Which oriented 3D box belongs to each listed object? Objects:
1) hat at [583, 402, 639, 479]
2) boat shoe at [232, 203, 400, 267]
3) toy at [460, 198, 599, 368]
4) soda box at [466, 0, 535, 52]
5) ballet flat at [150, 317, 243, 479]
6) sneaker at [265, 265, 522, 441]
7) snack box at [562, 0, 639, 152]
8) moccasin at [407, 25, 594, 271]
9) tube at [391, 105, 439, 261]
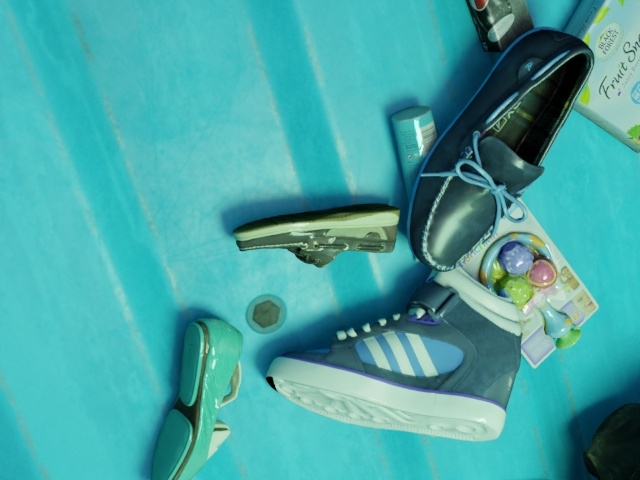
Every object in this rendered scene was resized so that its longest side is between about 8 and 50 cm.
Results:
[{"bbox_3d":[0.471,0.321,1.344,0.331,0.134,0.331,-34,144,-30],"label":"hat"},{"bbox_3d":[0.000,0.000,1.171,0.223,0.080,0.074,-9,100,-20],"label":"boat shoe"},{"bbox_3d":[0.297,0.062,1.291,0.137,0.056,0.237,-42,111,-5],"label":"toy"},{"bbox_3d":[0.217,-0.330,1.174,0.060,0.053,0.169,-28,109,-9],"label":"soda box"},{"bbox_3d":[-0.149,0.220,1.178,0.087,0.083,0.247,9,102,-33],"label":"ballet flat"},{"bbox_3d":[0.108,0.125,1.230,0.322,0.130,0.236,9,62,10],"label":"sneaker"},{"bbox_3d":[0.425,-0.238,1.253,0.207,0.070,0.175,28,94,-19],"label":"snack box"},{"bbox_3d":[0.218,-0.113,1.143,0.137,0.117,0.342,22,98,-26],"label":"moccasin"},{"bbox_3d":[0.143,-0.073,1.217,0.080,0.052,0.207,-16,112,-2],"label":"tube"}]
